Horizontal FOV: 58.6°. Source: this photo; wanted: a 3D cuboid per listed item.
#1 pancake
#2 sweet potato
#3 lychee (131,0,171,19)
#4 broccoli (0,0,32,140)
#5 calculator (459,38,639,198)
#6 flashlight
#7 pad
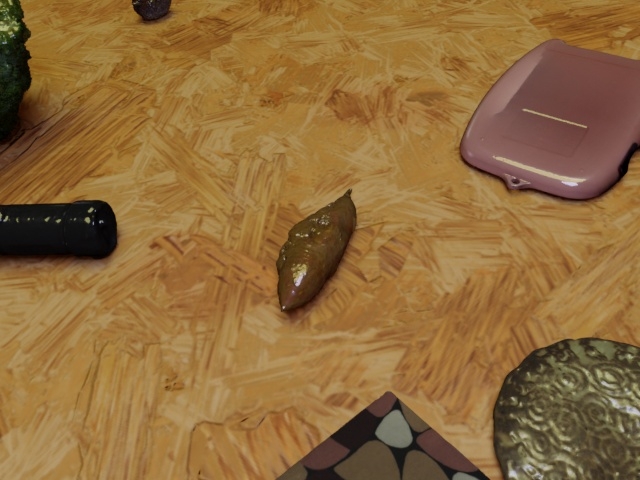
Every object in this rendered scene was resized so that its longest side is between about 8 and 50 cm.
[{"bbox_3d":[0.239,0.164,0.469,0.199,0.021,0.199,-4,46,4],"label":"pancake"},{"bbox_3d":[0.000,0.000,0.635,0.068,0.060,0.206,42,44,-6],"label":"sweet potato"},{"bbox_3d":[-0.335,-0.471,1.124,0.083,0.068,0.067,-19,75,-34],"label":"lychee"},{"bbox_3d":[-0.566,-0.248,0.804,0.321,0.283,0.303,-44,39,-13],"label":"broccoli"},{"bbox_3d":[0.326,-0.172,0.758,0.220,0.048,0.330,25,57,26],"label":"calculator"},{"bbox_3d":[-0.364,-0.014,0.681,0.231,0.093,0.093,-2,46,6],"label":"flashlight"},{"bbox_3d":[0.027,0.225,0.426,0.234,0.003,0.158,-29,48,-31],"label":"pad"}]
